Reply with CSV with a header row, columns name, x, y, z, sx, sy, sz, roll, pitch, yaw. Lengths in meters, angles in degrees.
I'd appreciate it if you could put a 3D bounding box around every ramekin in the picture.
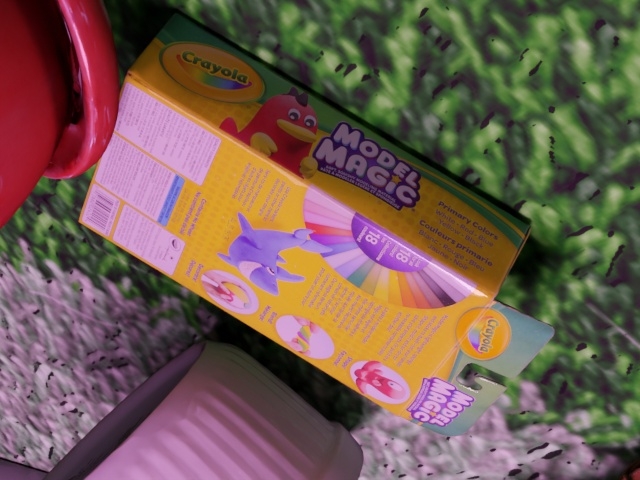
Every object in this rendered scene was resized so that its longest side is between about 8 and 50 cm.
name,x,y,z,sx,sy,sz,roll,pitch,yaw
ramekin,-0.086,0.150,0.842,0.109,0.207,0.207,47,143,-7

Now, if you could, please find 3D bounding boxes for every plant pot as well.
name,x,y,z,sx,sy,sz,roll,pitch,yaw
plant pot,-0.194,-0.070,0.638,0.191,0.174,0.191,36,143,33

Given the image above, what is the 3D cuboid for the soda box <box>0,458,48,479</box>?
name,x,y,z,sx,sy,sz,roll,pitch,yaw
soda box,-0.225,0.231,1.143,0.263,0.083,0.092,11,141,26

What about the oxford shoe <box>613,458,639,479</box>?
name,x,y,z,sx,sy,sz,roll,pitch,yaw
oxford shoe,0.166,0.143,0.767,0.212,0.076,0.076,-15,105,39

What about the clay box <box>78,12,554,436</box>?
name,x,y,z,sx,sy,sz,roll,pitch,yaw
clay box,0.000,0.000,0.715,0.222,0.053,0.127,31,144,0
